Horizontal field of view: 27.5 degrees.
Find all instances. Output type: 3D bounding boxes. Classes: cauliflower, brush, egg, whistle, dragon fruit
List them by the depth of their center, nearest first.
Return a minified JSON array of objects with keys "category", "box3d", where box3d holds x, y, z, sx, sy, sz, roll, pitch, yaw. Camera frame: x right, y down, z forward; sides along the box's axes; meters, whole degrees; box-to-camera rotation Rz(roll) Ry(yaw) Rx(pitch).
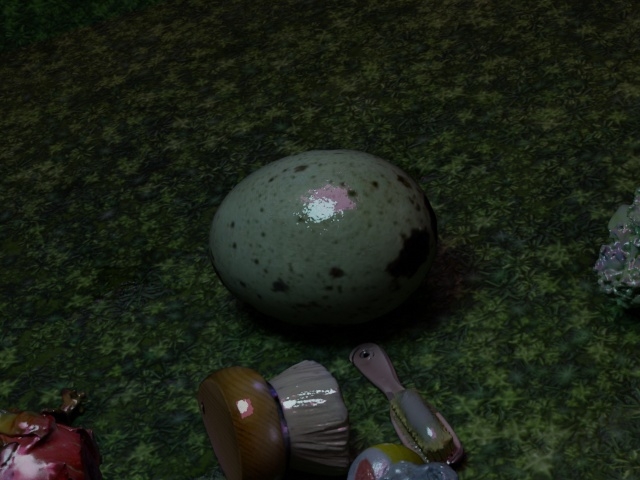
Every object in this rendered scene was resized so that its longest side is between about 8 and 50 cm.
[{"category":"whistle","box3d":[0.104,0.323,1.708,0.123,0.123,0.223,-36,7,-27]},{"category":"dragon fruit","box3d":[-0.445,0.367,1.785,0.291,0.250,0.269,-10,54,-4]},{"category":"brush","box3d":[-0.074,0.250,1.889,0.166,0.174,0.267,-12,18,-19]},{"category":"brush","box3d":[0.119,0.226,1.926,0.072,0.067,0.313,-23,35,-10]},{"category":"cauliflower","box3d":[0.519,-0.003,2.006,0.256,0.239,0.315,-51,25,-5]},{"category":"egg","box3d":[0.000,0.000,2.081,0.379,0.287,0.287,-14,34,25]}]

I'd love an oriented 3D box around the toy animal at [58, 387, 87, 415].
[{"category":"toy animal","box3d":[-0.480,0.318,2.015,0.275,0.054,0.149,-26,34,-10]}]
